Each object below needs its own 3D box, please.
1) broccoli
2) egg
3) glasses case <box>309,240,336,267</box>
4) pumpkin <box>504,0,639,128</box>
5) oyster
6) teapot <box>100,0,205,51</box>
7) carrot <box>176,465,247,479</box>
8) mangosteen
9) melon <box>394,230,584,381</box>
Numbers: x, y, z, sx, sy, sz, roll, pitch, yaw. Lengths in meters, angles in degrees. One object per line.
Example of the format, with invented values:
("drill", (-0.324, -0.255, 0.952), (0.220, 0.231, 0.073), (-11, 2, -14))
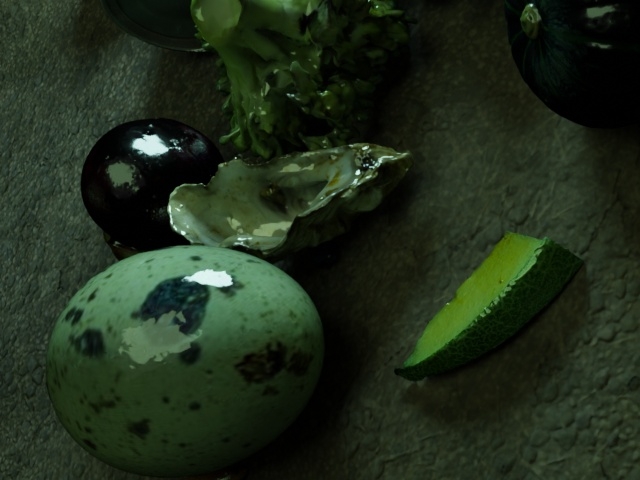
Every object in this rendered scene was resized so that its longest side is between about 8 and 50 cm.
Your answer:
("broccoli", (-0.037, -0.274, 1.569), (0.334, 0.324, 0.272), (-23, 15, 33))
("egg", (-0.170, 0.146, 1.449), (0.379, 0.287, 0.288), (-23, 58, 38))
("glasses case", (0.000, 0.000, 1.545), (0.033, 0.023, 0.083), (-41, 47, 29))
("pumpkin", (0.326, -0.244, 1.234), (0.248, 0.248, 0.248), (-19, 60, 37))
("oyster", (-0.035, -0.048, 1.503), (0.341, 0.110, 0.166), (-21, 53, 13))
("teapot", (-0.164, -0.485, 1.797), (0.315, 0.233, 0.312), (-1, 62, 13))
("carrot", (-0.176, 0.332, 1.551), (0.191, 0.047, 0.047), (-27, 55, 30))
("mangosteen", (-0.241, -0.051, 1.685), (0.211, 0.211, 0.250), (51, 138, 43))
("melon", (0.173, 0.075, 1.333), (0.262, 0.053, 0.114), (-44, 40, 20))
